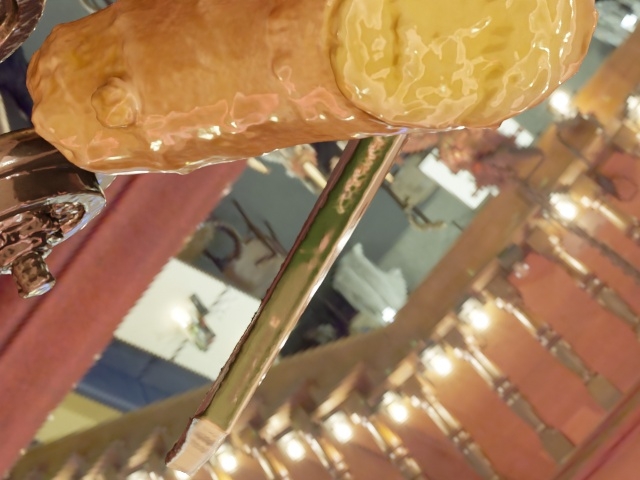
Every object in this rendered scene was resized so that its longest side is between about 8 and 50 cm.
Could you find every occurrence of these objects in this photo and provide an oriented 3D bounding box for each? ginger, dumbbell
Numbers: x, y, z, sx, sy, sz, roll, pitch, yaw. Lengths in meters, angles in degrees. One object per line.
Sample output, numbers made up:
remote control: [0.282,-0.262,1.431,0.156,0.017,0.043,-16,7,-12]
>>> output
ginger: [-0.014,-0.112,0.722,0.190,0.354,0.126,-36,120,-56]
dumbbell: [-0.258,-0.092,0.873,0.192,0.290,0.192,-26,170,-5]

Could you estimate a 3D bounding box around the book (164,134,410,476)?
book: [0.000,0.000,0.914,0.043,0.260,0.371,31,70,-1]
